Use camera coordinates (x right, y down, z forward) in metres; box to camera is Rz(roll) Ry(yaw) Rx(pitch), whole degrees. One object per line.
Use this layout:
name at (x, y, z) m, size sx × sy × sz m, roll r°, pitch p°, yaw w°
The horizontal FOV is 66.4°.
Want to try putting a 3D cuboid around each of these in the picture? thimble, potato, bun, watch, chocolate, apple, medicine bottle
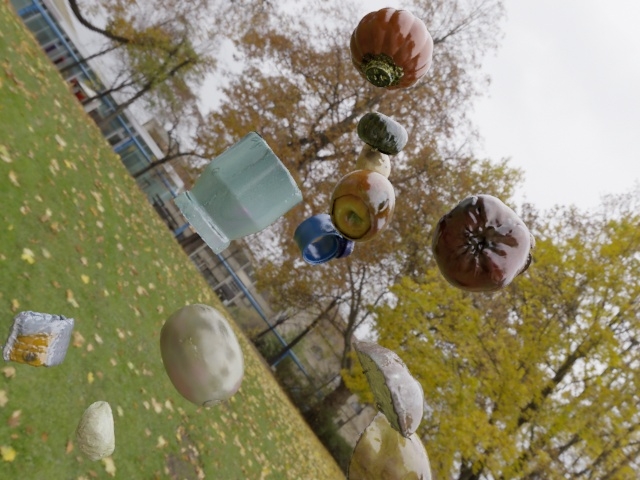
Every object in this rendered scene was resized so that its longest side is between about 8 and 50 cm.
thimble at (-0.665, 0.230, 1.157) m, size 0.127 × 0.117 × 0.151 m, roll 15°, pitch -9°, yaw -14°
potato at (0.236, -0.328, 2.125) m, size 0.161 × 0.234 × 0.128 m, roll 38°, pitch -35°, yaw -21°
potato at (0.269, 0.767, 1.667) m, size 0.237 × 0.301 × 0.288 m, roll 23°, pitch -47°, yaw 41°
bun at (-0.464, 0.390, 1.003) m, size 0.115 × 0.069 × 0.115 m, roll 9°, pitch -80°, yaw 57°
watch at (0.005, -0.002, 1.761) m, size 0.171 × 0.200 × 0.196 m, roll 54°, pitch -46°, yaw 42°
chocolate at (0.162, 0.330, 1.164) m, size 0.185 × 0.100 × 0.303 m, roll 66°, pitch -10°, yaw -1°
apple at (0.137, -0.109, 1.608) m, size 0.237 × 0.207 × 0.237 m, roll 16°, pitch -37°, yaw 12°
medicine bottle at (-0.231, -0.123, 1.356) m, size 0.245 × 0.290 × 0.245 m, roll 52°, pitch -6°, yaw 8°

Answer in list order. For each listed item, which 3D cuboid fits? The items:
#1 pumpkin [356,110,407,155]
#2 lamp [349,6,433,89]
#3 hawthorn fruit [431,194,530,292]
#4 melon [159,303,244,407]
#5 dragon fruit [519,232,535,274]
pumpkin at (0.251, -0.438, 2.015) m, size 0.224 × 0.157 × 0.223 m, roll 28°, pitch 9°, yaw -5°
lamp at (0.184, -0.498, 1.281) m, size 0.223 × 0.196 × 0.223 m, roll 21°, pitch -21°, yaw 8°
hawthorn fruit at (0.501, 0.015, 1.523) m, size 0.308 × 0.325 × 0.308 m, roll 6°, pitch -81°, yaw 36°
melon at (-0.352, 0.333, 1.449) m, size 0.317 × 0.223 × 0.223 m, roll 60°, pitch -12°, yaw 24°
dragon fruit at (0.648, 0.050, 1.802) m, size 0.268 × 0.130 × 0.295 m, roll -5°, pitch -51°, yaw 22°
